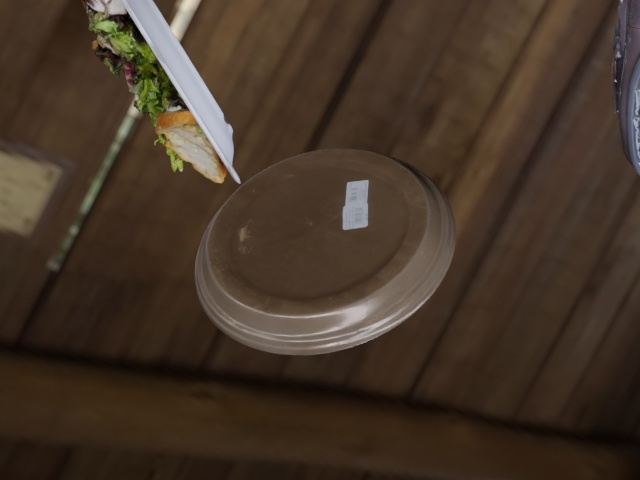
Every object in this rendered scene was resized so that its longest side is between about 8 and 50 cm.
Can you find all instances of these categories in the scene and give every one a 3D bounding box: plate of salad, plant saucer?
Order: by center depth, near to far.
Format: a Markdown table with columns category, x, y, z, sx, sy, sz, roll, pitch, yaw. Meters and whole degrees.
| category | x | y | z | sx | sy | sz | roll | pitch | yaw |
| --- | --- | --- | --- | --- | --- | --- | --- | --- | --- |
| plate of salad | -0.110 | -0.114 | 1.133 | 0.200 | 0.048 | 0.200 | 58 | 180 | 0 |
| plant saucer | 0.000 | 0.000 | 1.919 | 0.278 | 0.278 | 0.041 | 34 | 154 | 40 |

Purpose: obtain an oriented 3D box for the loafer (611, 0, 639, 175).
| category | x | y | z | sx | sy | sz | roll | pitch | yaw |
| --- | --- | --- | --- | --- | --- | --- | --- | --- | --- |
| loafer | 0.319 | -0.206 | 1.699 | 0.109 | 0.303 | 0.095 | -5 | -155 | -19 |
